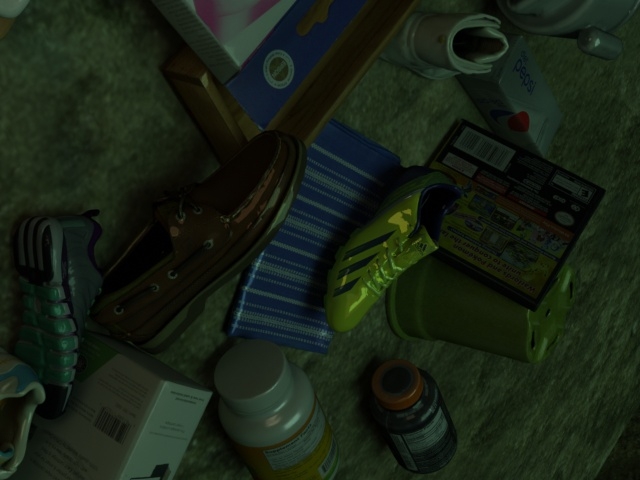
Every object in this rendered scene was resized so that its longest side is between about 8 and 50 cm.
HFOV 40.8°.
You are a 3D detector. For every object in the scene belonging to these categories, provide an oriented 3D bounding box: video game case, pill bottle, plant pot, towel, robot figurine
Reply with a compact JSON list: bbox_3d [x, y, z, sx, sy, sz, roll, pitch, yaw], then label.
[{"bbox_3d":[0.293,-0.049,1.431,0.248,0.274,0.035,-54,163,-21],"label":"video game case"},{"bbox_3d":[-0.064,0.254,1.220,0.136,0.136,0.246,-48,140,-27],"label":"pill bottle"},{"bbox_3d":[0.296,0.090,1.517,0.276,0.253,0.276,-28,129,-42],"label":"plant pot"},{"bbox_3d":[0.164,0.314,1.562,0.130,0.130,0.246,-51,141,-23],"label":"pill bottle"},{"bbox_3d":[0.000,0.000,1.263,0.243,0.040,0.336,22,89,-54],"label":"towel"},{"bbox_3d":[0.429,-0.446,1.465,0.353,0.199,0.300,-13,84,-50],"label":"robot figurine"}]

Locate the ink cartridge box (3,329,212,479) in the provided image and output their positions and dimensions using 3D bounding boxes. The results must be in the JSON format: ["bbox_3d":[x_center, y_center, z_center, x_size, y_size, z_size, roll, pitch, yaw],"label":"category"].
[{"bbox_3d":[-0.243,0.230,0.951,0.092,0.160,0.220,31,83,-55],"label":"ink cartridge box"}]

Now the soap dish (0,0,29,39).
[{"bbox_3d":[-0.304,-0.321,0.623,0.291,0.118,0.229,34,79,-54],"label":"soap dish"}]

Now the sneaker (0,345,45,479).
[{"bbox_3d":[-0.357,0.221,0.851,0.087,0.092,0.229,32,82,-56],"label":"sneaker"}]

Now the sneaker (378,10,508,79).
[{"bbox_3d":[0.214,-0.286,1.292,0.292,0.169,0.108,-11,114,-52],"label":"sneaker"}]

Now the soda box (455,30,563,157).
[{"bbox_3d":[0.344,-0.259,1.544,0.286,0.091,0.098,38,76,-54],"label":"soda box"}]

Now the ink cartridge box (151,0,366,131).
[{"bbox_3d":[-0.052,-0.344,0.912,0.330,0.071,0.324,48,66,-30],"label":"ink cartridge box"}]

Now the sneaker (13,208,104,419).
[{"bbox_3d":[-0.264,0.079,0.915,0.098,0.083,0.224,-19,120,-54],"label":"sneaker"}]

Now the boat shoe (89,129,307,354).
[{"bbox_3d":[-0.139,-0.009,0.963,0.104,0.110,0.307,36,93,-36],"label":"boat shoe"}]

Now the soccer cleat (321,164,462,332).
[{"bbox_3d":[0.106,0.015,1.275,0.289,0.121,0.093,-57,142,-11],"label":"soccer cleat"}]

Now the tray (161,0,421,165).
[{"bbox_3d":[-0.008,-0.278,1.081,0.411,0.076,0.203,-55,142,-21],"label":"tray"}]
